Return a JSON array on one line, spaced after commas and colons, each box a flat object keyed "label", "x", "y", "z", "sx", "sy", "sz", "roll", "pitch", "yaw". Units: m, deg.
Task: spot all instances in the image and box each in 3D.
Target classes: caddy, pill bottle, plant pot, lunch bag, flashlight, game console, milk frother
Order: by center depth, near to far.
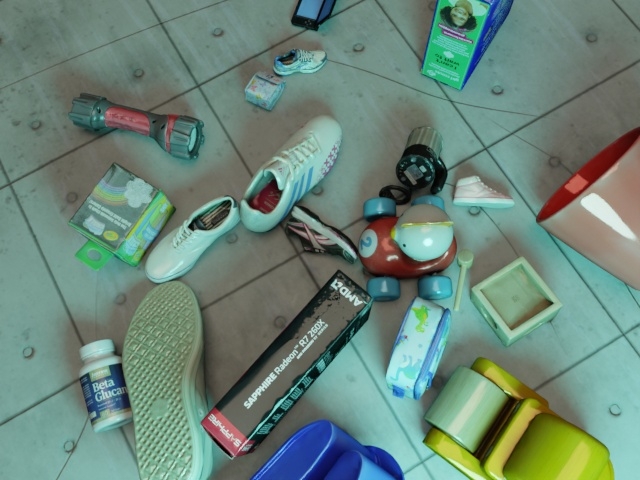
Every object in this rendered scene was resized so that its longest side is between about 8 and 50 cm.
[{"label": "caddy", "x": -0.003, "y": 0.497, "z": 1.073, "sx": 0.341, "sy": 0.241, "sz": 0.179, "roll": -44, "pitch": 119, "yaw": -10}, {"label": "lunch bag", "x": 0.186, "y": 0.216, "z": 1.159, "sx": 0.090, "sy": 0.219, "sz": 0.176, "roll": 21, "pitch": 73, "yaw": 15}, {"label": "plant pot", "x": 0.625, "y": -0.050, "z": 1.214, "sx": 0.275, "sy": 0.275, "sz": 0.243, "roll": -44, "pitch": 85, "yaw": -10}, {"label": "pill bottle", "x": -0.434, "y": 0.292, "z": 1.223, "sx": 0.094, "sy": 0.094, "sz": 0.169, "roll": -22, "pitch": 73, "yaw": -4}, {"label": "milk frother", "x": 0.201, "y": -0.161, "z": 1.343, "sx": 0.143, "sy": 0.129, "sz": 0.135, "roll": -10, "pitch": 32, "yaw": 28}, {"label": "flashlight", "x": -0.427, "y": -0.266, "z": 1.393, "sx": 0.304, "sy": 0.103, "sz": 0.103, "roll": 14, "pitch": 77, "yaw": 5}, {"label": "lunch bag", "x": -0.132, "y": -0.365, "z": 1.437, "sx": 0.071, "sy": 0.053, "sz": 0.083, "roll": 27, "pitch": 67, "yaw": 8}, {"label": "game console", "x": -0.009, "y": -0.591, "z": 1.491, "sx": 0.107, "sy": 0.071, "sz": 0.122, "roll": 17, "pitch": 74, "yaw": 7}]

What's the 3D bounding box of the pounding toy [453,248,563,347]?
[{"label": "pounding toy", "x": 0.356, "y": 0.112, "z": 1.255, "sx": 0.181, "sy": 0.094, "sz": 0.206, "roll": -32, "pitch": 65, "yaw": -2}]

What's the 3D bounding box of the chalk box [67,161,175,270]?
[{"label": "chalk box", "x": -0.439, "y": -0.033, "z": 1.307, "sx": 0.132, "sy": 0.132, "sz": 0.213, "roll": 31, "pitch": 77, "yaw": 10}]

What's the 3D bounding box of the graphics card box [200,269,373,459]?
[{"label": "graphics card box", "x": -0.052, "y": 0.240, "z": 1.154, "sx": 0.094, "sy": 0.233, "sz": 0.371, "roll": 41, "pitch": 79, "yaw": 13}]

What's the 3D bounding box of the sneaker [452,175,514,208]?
[{"label": "sneaker", "x": 0.364, "y": -0.111, "z": 1.339, "sx": 0.134, "sy": 0.051, "sz": 0.070, "roll": 5, "pitch": 78, "yaw": 8}]

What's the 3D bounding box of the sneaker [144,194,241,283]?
[{"label": "sneaker", "x": -0.283, "y": -0.013, "z": 1.313, "sx": 0.258, "sy": 0.091, "sz": 0.094, "roll": -44, "pitch": 76, "yaw": -11}]

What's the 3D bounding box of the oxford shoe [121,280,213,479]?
[{"label": "oxford shoe", "x": -0.298, "y": 0.292, "z": 1.211, "sx": 0.169, "sy": 0.130, "sz": 0.449, "roll": -15, "pitch": 58, "yaw": 4}]

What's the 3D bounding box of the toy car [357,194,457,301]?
[{"label": "toy car", "x": 0.182, "y": -0.008, "z": 1.217, "sx": 0.210, "sy": 0.238, "sz": 0.219, "roll": -1, "pitch": 72, "yaw": 2}]

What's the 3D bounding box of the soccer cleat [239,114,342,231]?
[{"label": "soccer cleat", "x": -0.058, "y": -0.159, "z": 1.322, "sx": 0.116, "sy": 0.143, "sz": 0.331, "roll": 33, "pitch": 77, "yaw": 11}]

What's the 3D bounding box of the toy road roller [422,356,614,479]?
[{"label": "toy road roller", "x": 0.367, "y": 0.370, "z": 1.092, "sx": 0.329, "sy": 0.240, "sz": 0.202, "roll": 35, "pitch": 77, "yaw": 12}]

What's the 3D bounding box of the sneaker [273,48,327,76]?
[{"label": "sneaker", "x": -0.049, "y": -0.435, "z": 1.451, "sx": 0.135, "sy": 0.058, "sz": 0.052, "roll": -16, "pitch": 73, "yaw": -3}]

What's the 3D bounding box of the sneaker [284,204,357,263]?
[{"label": "sneaker", "x": 0.000, "y": 0.000, "z": 1.321, "sx": 0.178, "sy": 0.072, "sz": 0.077, "roll": 37, "pitch": 104, "yaw": 8}]

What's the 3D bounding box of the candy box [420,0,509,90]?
[{"label": "candy box", "x": 0.349, "y": -0.533, "z": 1.331, "sx": 0.122, "sy": 0.317, "sz": 0.268, "roll": 29, "pitch": 75, "yaw": 12}]
